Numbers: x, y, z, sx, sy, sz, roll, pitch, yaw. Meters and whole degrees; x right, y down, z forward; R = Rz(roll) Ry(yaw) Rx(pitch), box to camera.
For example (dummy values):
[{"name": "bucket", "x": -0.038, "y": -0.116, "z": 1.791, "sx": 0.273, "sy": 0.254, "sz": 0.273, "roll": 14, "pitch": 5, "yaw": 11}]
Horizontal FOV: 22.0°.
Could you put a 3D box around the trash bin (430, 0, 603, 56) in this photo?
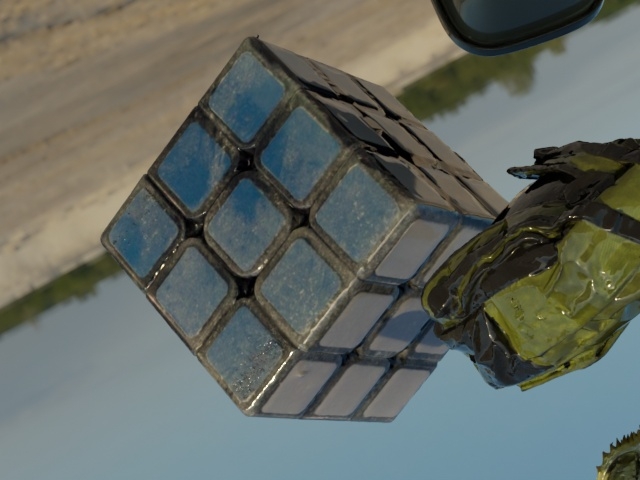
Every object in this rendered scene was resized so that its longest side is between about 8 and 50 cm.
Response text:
[{"name": "trash bin", "x": 0.233, "y": -0.393, "z": 2.013, "sx": 0.219, "sy": 0.219, "sz": 0.250, "roll": -22, "pitch": 154, "yaw": -4}]

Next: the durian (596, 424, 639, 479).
[{"name": "durian", "x": 0.378, "y": 0.266, "z": 1.820, "sx": 0.146, "sy": 0.208, "sz": 0.102, "roll": 14, "pitch": -164, "yaw": 36}]

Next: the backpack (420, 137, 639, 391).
[{"name": "backpack", "x": 0.196, "y": 0.007, "z": 1.292, "sx": 0.207, "sy": 0.140, "sz": 0.253, "roll": -51, "pitch": -175, "yaw": -26}]

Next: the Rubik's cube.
[{"name": "Rubik's cube", "x": 0.000, "y": 0.000, "z": 1.827, "sx": 0.305, "sy": 0.301, "sz": 0.303, "roll": -52, "pitch": 151, "yaw": 18}]
